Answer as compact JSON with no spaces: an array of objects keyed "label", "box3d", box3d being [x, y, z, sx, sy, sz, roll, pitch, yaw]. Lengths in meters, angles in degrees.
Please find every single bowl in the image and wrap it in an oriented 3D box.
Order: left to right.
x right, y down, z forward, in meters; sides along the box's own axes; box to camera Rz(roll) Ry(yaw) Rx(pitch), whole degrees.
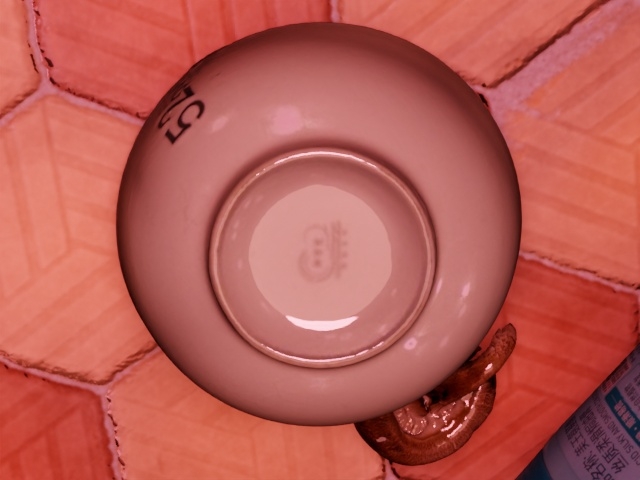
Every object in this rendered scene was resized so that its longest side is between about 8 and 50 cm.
[{"label":"bowl","box3d":[0.000,0.000,1.303,0.354,0.185,0.353,0,99,-1]}]

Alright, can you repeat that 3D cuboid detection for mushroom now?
[{"label":"mushroom","box3d":[0.107,0.128,1.462,0.171,0.080,0.135,-32,121,8]}]

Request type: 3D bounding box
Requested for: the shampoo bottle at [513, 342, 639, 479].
[{"label":"shampoo bottle","box3d":[0.392,0.208,1.394,0.331,0.331,0.342,36,101,-18]}]
